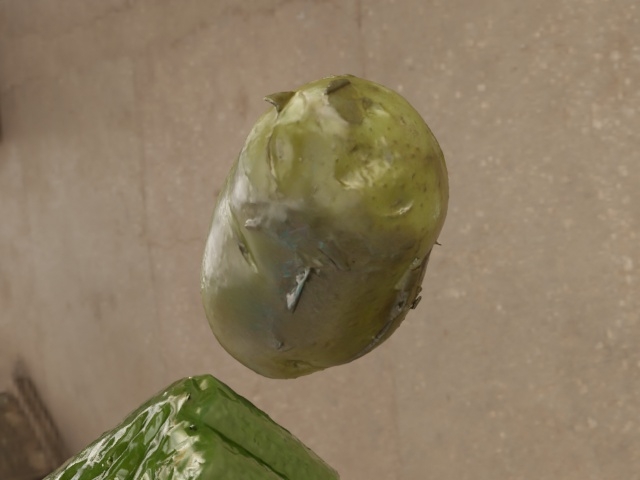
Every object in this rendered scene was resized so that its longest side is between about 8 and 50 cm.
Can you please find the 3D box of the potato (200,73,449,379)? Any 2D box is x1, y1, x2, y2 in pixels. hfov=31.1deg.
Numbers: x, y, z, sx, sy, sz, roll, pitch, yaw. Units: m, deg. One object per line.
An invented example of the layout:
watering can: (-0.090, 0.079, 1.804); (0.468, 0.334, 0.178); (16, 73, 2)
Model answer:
potato: (0.000, 0.000, 0.830); (0.169, 0.143, 0.248); (37, 126, 11)

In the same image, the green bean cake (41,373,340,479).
green bean cake: (-0.099, 0.198, 0.483); (0.248, 0.125, 0.222); (-41, 26, 23)
